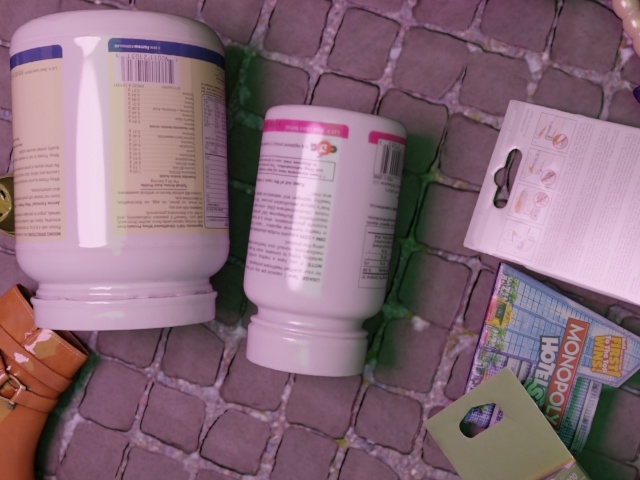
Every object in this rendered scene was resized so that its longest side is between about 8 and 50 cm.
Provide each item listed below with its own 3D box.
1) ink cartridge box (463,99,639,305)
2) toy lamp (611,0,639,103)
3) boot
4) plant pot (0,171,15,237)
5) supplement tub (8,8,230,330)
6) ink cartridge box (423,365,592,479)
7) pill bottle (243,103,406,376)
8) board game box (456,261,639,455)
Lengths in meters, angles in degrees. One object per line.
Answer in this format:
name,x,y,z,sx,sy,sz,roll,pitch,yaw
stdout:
ink cartridge box,0.303,-0.044,1.086,0.232,0.066,0.189,19,93,33
toy lamp,0.349,-0.247,1.063,0.080,0.080,0.275,-27,88,7
boot,-0.357,0.213,1.160,0.220,0.109,0.283,-42,85,-3
plant pot,-0.381,-0.045,1.161,0.083,0.079,0.083,0,90,7
supplement tub,-0.219,-0.071,1.060,0.235,0.235,0.325,-1,90,8
ink cartridge box,0.213,0.276,1.040,0.235,0.056,0.171,53,136,9
pill bottle,0.000,0.000,1.070,0.160,0.160,0.283,8,91,7
board game box,0.272,0.142,1.086,0.194,0.060,0.194,15,92,8
